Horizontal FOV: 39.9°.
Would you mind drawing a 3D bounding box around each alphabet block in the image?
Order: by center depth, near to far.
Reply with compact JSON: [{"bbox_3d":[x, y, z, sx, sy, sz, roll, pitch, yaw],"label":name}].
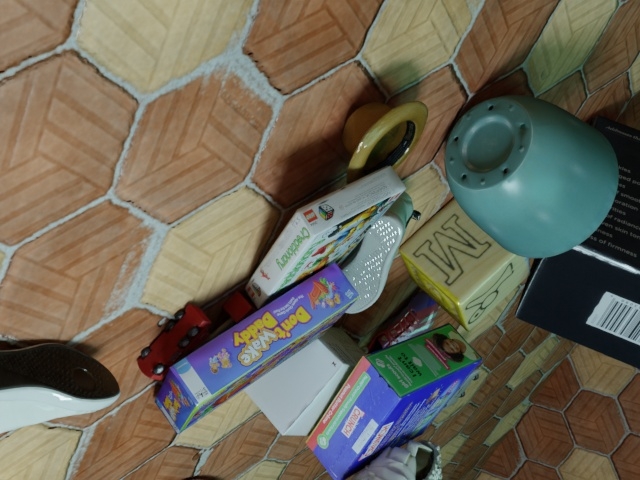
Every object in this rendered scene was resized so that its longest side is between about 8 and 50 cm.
[{"bbox_3d":[0.316,0.046,1.911,0.197,0.193,0.192,-42,151,-6],"label":"alphabet block"}]

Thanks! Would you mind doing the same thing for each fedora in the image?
[{"bbox_3d":[0.090,-0.170,1.437,0.194,0.079,0.194,-40,160,-18],"label":"fedora"}]

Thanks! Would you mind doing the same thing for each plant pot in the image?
[{"bbox_3d":[0.372,-0.138,1.663,0.235,0.293,0.293,24,108,-44],"label":"plant pot"}]

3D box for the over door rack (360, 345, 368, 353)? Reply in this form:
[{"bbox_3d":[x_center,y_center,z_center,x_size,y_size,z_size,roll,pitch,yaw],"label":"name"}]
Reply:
[{"bbox_3d":[0.072,0.374,2.066,0.239,0.108,0.324,-47,133,14],"label":"over door rack"}]

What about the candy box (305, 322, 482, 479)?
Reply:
[{"bbox_3d":[0.154,0.330,1.828,0.317,0.122,0.268,-14,142,-51],"label":"candy box"}]

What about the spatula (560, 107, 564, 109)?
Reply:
[{"bbox_3d":[0.444,-0.147,1.830,0.168,0.019,0.241,147,-43,-72],"label":"spatula"}]

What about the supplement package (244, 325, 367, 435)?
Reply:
[{"bbox_3d":[-0.017,0.286,1.825,0.194,0.149,0.203,-51,152,8],"label":"supplement package"}]

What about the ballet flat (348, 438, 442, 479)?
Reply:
[{"bbox_3d":[0.160,0.480,1.820,0.147,0.147,0.409,-51,161,11],"label":"ballet flat"}]

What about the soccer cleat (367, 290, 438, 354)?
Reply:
[{"bbox_3d":[0.187,0.219,2.094,0.095,0.083,0.248,12,122,-53],"label":"soccer cleat"}]

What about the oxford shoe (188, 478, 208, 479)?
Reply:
[{"bbox_3d":[-0.310,0.611,1.867,0.140,0.146,0.397,-55,151,16],"label":"oxford shoe"}]

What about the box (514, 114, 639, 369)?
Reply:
[{"bbox_3d":[0.758,0.024,2.005,0.297,0.480,0.471,102,15,-48],"label":"box"}]

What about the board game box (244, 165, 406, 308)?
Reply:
[{"bbox_3d":[0.000,0.000,1.471,0.193,0.053,0.305,-27,167,-30],"label":"board game box"}]

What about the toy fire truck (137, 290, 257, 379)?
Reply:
[{"bbox_3d":[-0.211,0.164,1.512,0.192,0.047,0.135,-47,154,6],"label":"toy fire truck"}]

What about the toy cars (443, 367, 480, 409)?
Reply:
[{"bbox_3d":[0.372,0.395,2.577,0.176,0.087,0.393,-39,155,-2],"label":"toy cars"}]

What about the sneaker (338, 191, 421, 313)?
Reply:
[{"bbox_3d":[0.106,0.021,1.677,0.255,0.094,0.151,-61,177,36],"label":"sneaker"}]

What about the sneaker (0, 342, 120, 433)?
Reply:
[{"bbox_3d":[-0.426,0.218,1.255,0.123,0.105,0.290,-46,146,22],"label":"sneaker"}]

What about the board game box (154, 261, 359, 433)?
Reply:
[{"bbox_3d":[-0.116,0.192,1.559,0.347,0.078,0.233,-32,169,-26],"label":"board game box"}]
